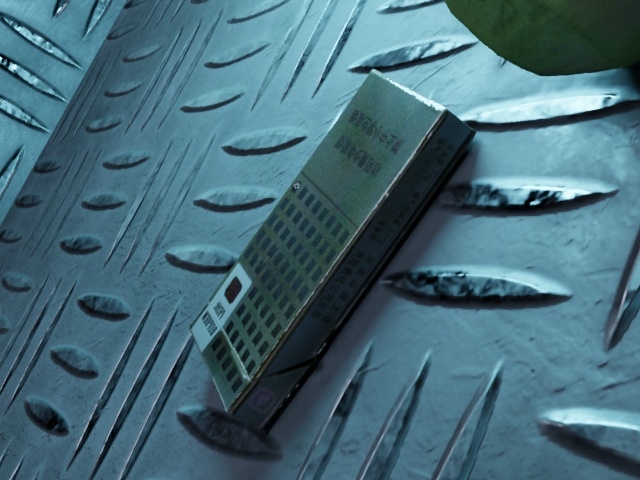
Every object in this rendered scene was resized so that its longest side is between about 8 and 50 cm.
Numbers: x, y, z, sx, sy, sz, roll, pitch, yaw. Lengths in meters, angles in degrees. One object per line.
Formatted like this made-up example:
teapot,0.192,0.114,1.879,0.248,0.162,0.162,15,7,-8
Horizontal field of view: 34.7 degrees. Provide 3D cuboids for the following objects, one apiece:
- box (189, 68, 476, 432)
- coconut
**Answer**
box,-0.001,0.000,0.954,0.325,0.047,0.180,-55,27,7
coconut,0.190,-0.233,0.714,0.236,0.236,0.204,-49,62,17
